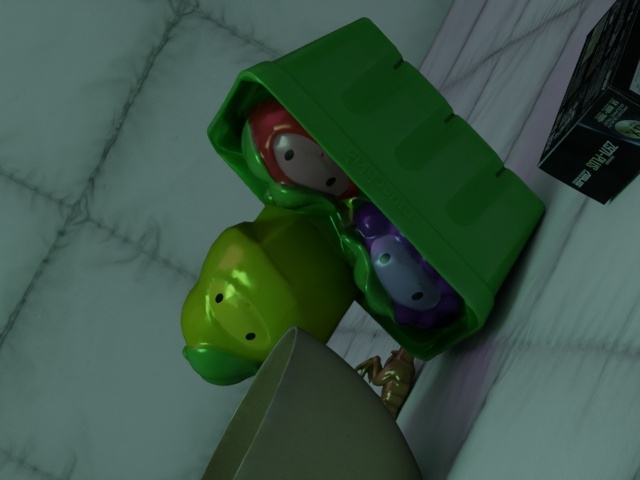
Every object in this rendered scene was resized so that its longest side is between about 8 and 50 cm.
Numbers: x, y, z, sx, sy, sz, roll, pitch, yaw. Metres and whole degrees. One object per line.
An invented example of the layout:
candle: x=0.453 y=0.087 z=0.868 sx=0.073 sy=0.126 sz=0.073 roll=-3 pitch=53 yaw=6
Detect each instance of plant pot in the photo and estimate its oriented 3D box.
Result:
plant pot: x=-0.009 y=0.254 z=1.750 sx=0.284 sy=0.191 sz=0.284 roll=-61 pitch=5 yaw=9

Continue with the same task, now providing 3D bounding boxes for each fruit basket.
fruit basket: x=0.000 y=0.000 z=1.881 sx=0.392 sy=0.392 sz=0.283 roll=-64 pitch=6 yaw=-19

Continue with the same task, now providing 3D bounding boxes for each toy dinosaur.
toy dinosaur: x=0.095 y=0.152 z=2.063 sx=0.112 sy=0.064 sz=0.212 roll=27 pitch=98 yaw=66

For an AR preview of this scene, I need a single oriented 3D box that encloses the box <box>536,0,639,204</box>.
box: x=0.287 y=-0.149 z=1.601 sx=0.180 sy=0.077 sz=0.147 roll=-65 pitch=7 yaw=-34
